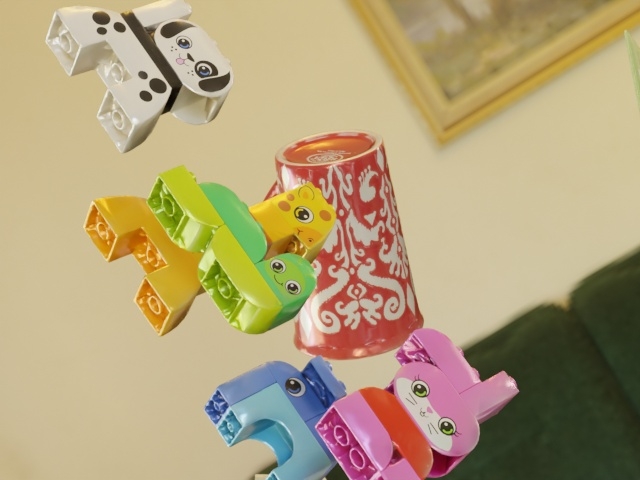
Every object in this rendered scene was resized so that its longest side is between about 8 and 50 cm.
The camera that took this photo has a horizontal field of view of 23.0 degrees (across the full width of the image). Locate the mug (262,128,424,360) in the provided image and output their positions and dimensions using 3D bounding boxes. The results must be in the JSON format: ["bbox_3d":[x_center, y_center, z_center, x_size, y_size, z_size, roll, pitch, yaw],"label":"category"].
[{"bbox_3d":[0.002,0.003,1.320,0.150,0.169,0.113,-8,21,4],"label":"mug"}]

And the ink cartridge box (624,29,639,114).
[{"bbox_3d":[0.266,-0.042,0.936,0.062,0.209,0.109,-29,36,27],"label":"ink cartridge box"}]

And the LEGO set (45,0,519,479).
[{"bbox_3d":[-0.014,0.009,0.604,0.093,0.227,0.087,-24,-20,-35],"label":"LEGO set"}]

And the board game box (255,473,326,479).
[{"bbox_3d":[-0.034,0.420,1.726,0.086,0.302,0.308,2,-4,-3],"label":"board game box"}]
